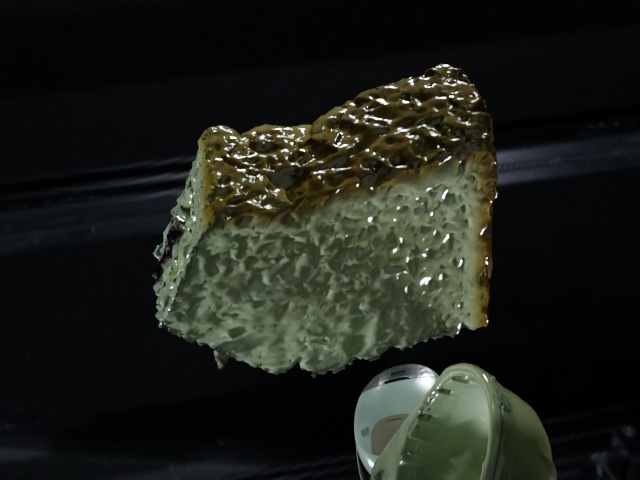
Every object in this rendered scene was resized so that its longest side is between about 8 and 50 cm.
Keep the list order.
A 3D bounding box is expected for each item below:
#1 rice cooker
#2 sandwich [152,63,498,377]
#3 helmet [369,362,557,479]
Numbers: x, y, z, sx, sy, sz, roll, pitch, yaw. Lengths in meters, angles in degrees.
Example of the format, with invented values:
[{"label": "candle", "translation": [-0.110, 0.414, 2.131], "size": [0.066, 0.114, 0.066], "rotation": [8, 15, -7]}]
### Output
[{"label": "rice cooker", "translation": [0.124, 0.272, 1.490], "size": [0.145, 0.206, 0.127], "rotation": [-15, -44, 17]}, {"label": "sandwich", "translation": [0.000, 0.000, 0.993], "size": [0.325, 0.131, 0.262], "rotation": [-16, -41, -5]}, {"label": "helmet", "translation": [0.171, 0.260, 1.157], "size": [0.137, 0.204, 0.257], "rotation": [18, -50, -20]}]
